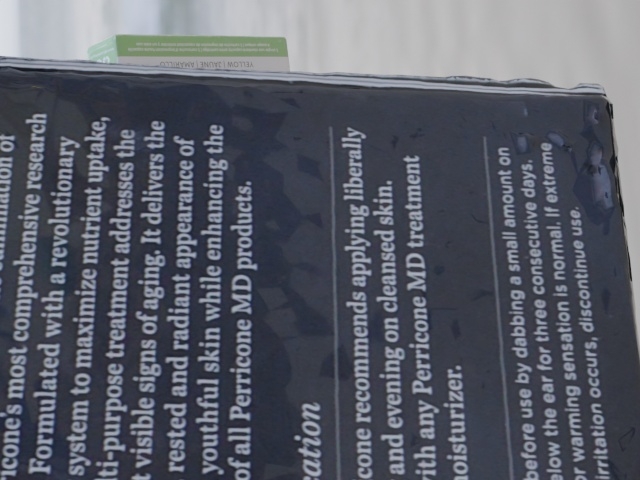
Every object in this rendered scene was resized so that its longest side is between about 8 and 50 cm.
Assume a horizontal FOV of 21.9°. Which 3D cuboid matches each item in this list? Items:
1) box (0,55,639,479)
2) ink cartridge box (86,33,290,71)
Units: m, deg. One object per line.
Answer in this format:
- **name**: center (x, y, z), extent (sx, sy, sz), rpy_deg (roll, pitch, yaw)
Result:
- **box**: center (-0.112, 0.149, 0.914), extent (0.480, 0.471, 0.297), rpy_deg (102, 171, -58)
- **ink cartridge box**: center (-0.096, -0.048, 1.349), extent (0.056, 0.171, 0.235), rpy_deg (-12, 84, 52)
